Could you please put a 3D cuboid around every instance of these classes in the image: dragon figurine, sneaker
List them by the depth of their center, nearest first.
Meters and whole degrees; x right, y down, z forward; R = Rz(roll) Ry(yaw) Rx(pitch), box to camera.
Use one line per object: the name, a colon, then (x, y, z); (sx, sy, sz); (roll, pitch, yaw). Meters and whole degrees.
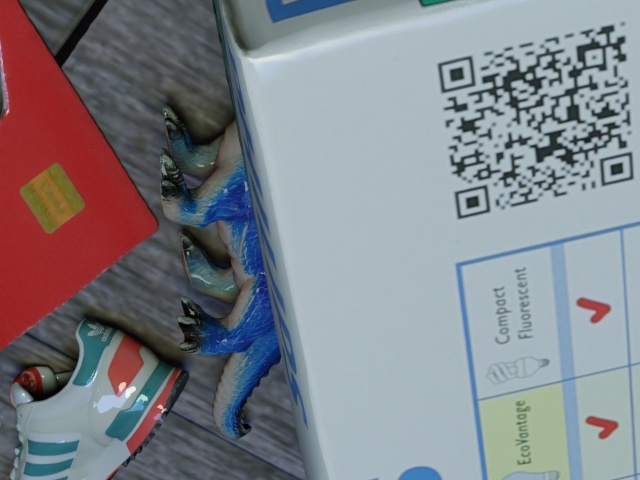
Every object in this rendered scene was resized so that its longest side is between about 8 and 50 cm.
dragon figurine: (0.000, 0.000, 0.923); (0.144, 0.085, 0.289); (-4, 122, 1)
sneaker: (-0.142, 0.106, 1.014); (0.075, 0.057, 0.161); (39, 117, -5)

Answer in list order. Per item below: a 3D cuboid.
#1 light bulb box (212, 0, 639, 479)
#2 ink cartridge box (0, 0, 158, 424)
light bulb box: (0.154, -0.024, 0.737); (0.361, 0.225, 0.358); (-12, 128, -3)
ink cartridge box: (-0.231, -0.029, 0.839); (0.261, 0.066, 0.296); (-37, 121, -12)
